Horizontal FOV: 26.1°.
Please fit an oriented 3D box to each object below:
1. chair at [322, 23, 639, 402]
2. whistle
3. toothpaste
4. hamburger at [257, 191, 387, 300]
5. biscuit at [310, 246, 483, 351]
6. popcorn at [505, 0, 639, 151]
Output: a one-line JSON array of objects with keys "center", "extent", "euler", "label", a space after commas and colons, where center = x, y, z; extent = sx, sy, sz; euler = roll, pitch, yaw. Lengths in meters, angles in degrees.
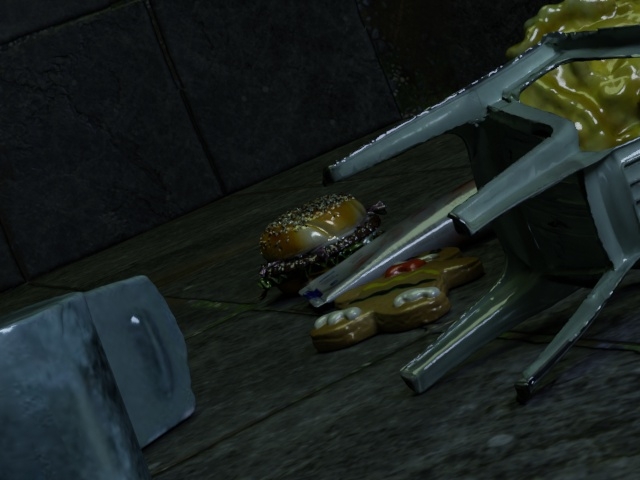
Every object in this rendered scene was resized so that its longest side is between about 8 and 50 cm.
[{"center": [0.182, -0.024, 0.980], "extent": [0.274, 0.203, 0.190], "euler": [-35, 24, -25], "label": "chair"}, {"center": [-0.225, 0.138, 1.067], "extent": [0.188, 0.168, 0.405], "euler": [-20, 4, 7], "label": "whistle"}, {"center": [0.126, -0.011, 1.503], "extent": [0.323, 0.066, 0.100], "euler": [-27, 13, -7], "label": "toothpaste"}, {"center": [0.000, 0.000, 1.637], "extent": [0.164, 0.093, 0.189], "euler": [-19, 7, 22], "label": "hamburger"}, {"center": [0.079, 0.045, 1.344], "extent": [0.158, 0.035, 0.240], "euler": [-16, 10, 20], "label": "biscuit"}, {"center": [0.254, -0.113, 1.235], "extent": [0.249, 0.225, 0.249], "euler": [-33, -13, -9], "label": "popcorn"}]
